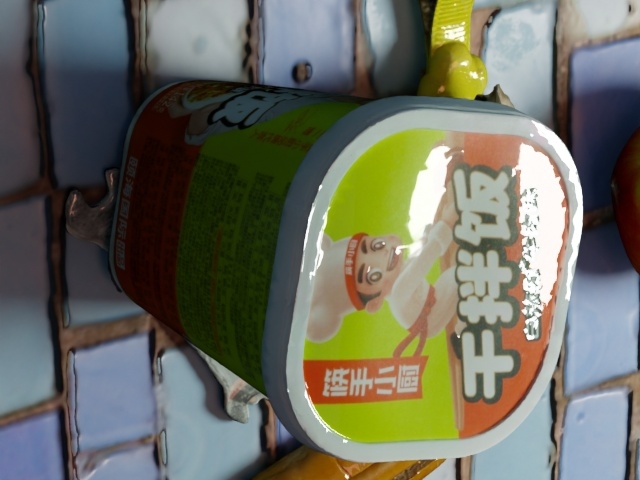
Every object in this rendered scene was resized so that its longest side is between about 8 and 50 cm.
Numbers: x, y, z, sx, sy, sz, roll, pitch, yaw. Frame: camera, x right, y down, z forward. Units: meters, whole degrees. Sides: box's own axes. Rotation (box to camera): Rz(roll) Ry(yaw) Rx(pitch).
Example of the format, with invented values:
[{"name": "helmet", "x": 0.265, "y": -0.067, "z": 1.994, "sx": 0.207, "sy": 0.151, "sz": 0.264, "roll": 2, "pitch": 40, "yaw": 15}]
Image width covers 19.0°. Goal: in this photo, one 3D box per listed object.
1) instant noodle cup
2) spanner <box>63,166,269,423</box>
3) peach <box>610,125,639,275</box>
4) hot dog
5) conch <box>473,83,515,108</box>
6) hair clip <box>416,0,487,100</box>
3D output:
[{"name": "instant noodle cup", "x": 0.000, "y": 0.000, "z": 1.470, "sx": 0.294, "sy": 0.308, "sz": 0.294, "roll": -11, "pitch": 109, "yaw": -34}, {"name": "spanner", "x": -0.120, "y": 0.053, "z": 1.609, "sx": 0.071, "sy": 0.017, "sz": 0.302, "roll": -43, "pitch": 126, "yaw": -11}, {"name": "peach", "x": 0.387, "y": -0.028, "z": 1.806, "sx": 0.226, "sy": 0.190, "sz": 0.196, "roll": 39, "pitch": 76, "yaw": -31}, {"name": "hot dog", "x": 0.033, "y": 0.216, "z": 1.746, "sx": 0.249, "sy": 0.068, "sz": 0.100, "roll": -31, "pitch": 122, "yaw": -20}, {"name": "conch", "x": 0.120, "y": -0.015, "z": 1.644, "sx": 0.178, "sy": 0.163, "sz": 0.245, "roll": -30, "pitch": 132, "yaw": -63}, {"name": "hair clip", "x": 0.115, "y": -0.160, "z": 1.659, "sx": 0.072, "sy": 0.046, "sz": 0.173, "roll": -13, "pitch": 118, "yaw": -25}]
